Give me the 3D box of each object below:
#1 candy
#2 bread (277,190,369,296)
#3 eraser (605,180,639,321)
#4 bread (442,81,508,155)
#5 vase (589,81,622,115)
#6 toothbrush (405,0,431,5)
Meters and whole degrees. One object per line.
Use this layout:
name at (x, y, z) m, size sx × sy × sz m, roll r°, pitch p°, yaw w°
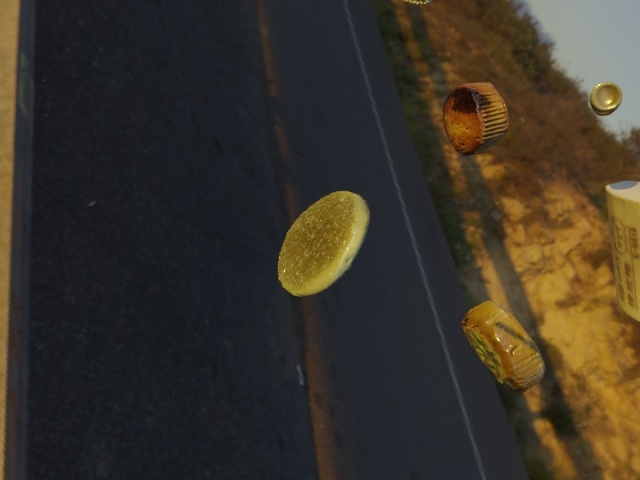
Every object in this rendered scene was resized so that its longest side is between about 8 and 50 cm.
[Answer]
candy at (0.475, 0.281, 1.883) m, size 0.260 × 0.118 × 0.260 m, roll 58°, pitch -8°, yaw 13°
bread at (0.000, 0.000, 1.571) m, size 0.040 × 0.267 × 0.267 m, roll 36°, pitch 31°, yaw -32°
eraser at (0.660, 0.025, 1.465) m, size 0.174 × 0.094 × 0.270 m, roll -114°, pitch -171°, yaw -72°
bread at (0.169, -0.138, 0.816) m, size 0.085 × 0.053 × 0.085 m, roll 169°, pitch -90°, yaw -72°
vase at (0.506, -0.248, 1.275) m, size 0.053 × 0.053 × 0.100 m, roll 68°, pitch 20°, yaw 6°
toothbrush at (-0.003, -0.274, 0.714) m, size 0.025 × 0.286 × 0.020 m, roll -39°, pitch 141°, yaw -32°
